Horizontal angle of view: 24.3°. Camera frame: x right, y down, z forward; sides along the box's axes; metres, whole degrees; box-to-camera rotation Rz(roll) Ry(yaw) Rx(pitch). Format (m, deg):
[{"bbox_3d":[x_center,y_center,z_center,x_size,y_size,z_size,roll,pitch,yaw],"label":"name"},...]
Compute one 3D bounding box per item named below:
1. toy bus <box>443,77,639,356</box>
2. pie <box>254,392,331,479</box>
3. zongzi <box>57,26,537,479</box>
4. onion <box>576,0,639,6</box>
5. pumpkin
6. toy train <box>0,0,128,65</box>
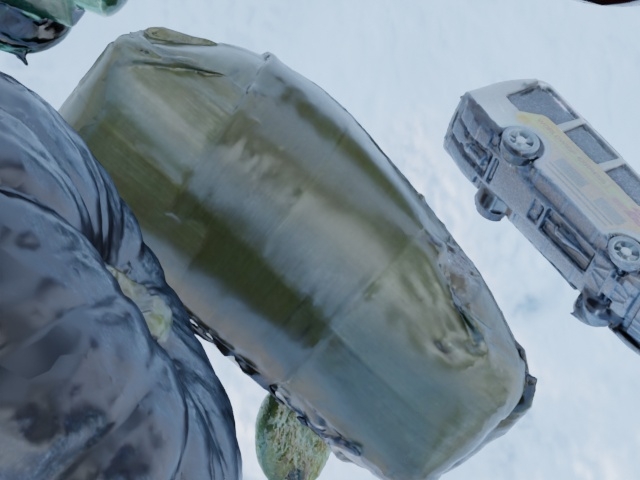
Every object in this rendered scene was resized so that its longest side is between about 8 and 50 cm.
[{"bbox_3d":[0.270,-0.026,1.488,0.138,0.342,0.097,-21,147,-32],"label":"toy bus"},{"bbox_3d":[-0.018,0.138,1.067,0.017,0.085,0.085,3,124,40],"label":"pie"},{"bbox_3d":[0.000,0.000,1.084,0.356,0.393,0.174,43,99,0],"label":"zongzi"},{"bbox_3d":[0.249,-0.278,1.142,0.272,0.195,0.272,-8,141,-7],"label":"onion"},{"bbox_3d":[-0.192,0.081,0.708,0.266,0.363,0.363,-24,115,1],"label":"pumpkin"},{"bbox_3d":[-0.310,-0.319,1.277,0.397,0.253,0.160,22,148,11],"label":"toy train"}]
